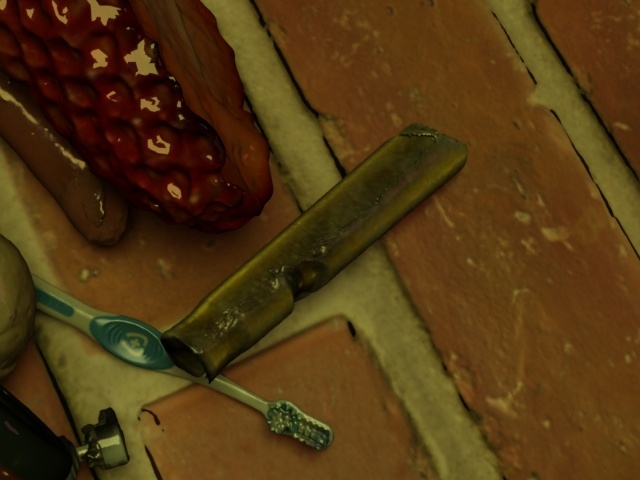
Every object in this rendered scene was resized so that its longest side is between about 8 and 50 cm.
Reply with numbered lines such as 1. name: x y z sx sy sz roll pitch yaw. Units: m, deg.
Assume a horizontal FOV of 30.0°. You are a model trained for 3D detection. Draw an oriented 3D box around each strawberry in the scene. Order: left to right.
1. strawberry: -0.171 -0.142 0.974 0.149 0.265 0.336 -32 75 11

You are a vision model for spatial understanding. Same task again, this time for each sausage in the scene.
1. sausage: -0.267 -0.114 1.030 0.304 0.078 0.078 43 72 8

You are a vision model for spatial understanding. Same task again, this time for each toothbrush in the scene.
1. toothbrush: -0.163 0.081 1.000 0.386 0.040 0.040 27 71 7

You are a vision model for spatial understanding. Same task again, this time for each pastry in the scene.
1. pastry: -0.303 0.054 0.951 0.156 0.092 0.156 -1 80 4

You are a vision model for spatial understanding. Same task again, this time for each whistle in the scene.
1. whistle: 0.000 -0.001 1.010 0.068 0.057 0.326 33 59 30

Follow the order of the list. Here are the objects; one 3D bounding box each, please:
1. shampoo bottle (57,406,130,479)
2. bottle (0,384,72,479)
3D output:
1. shampoo bottle: -0.300 0.201 0.919 0.309 0.071 0.098 -16 73 -11
2. bottle: -0.326 0.236 0.803 0.144 0.144 0.336 38 80 7
